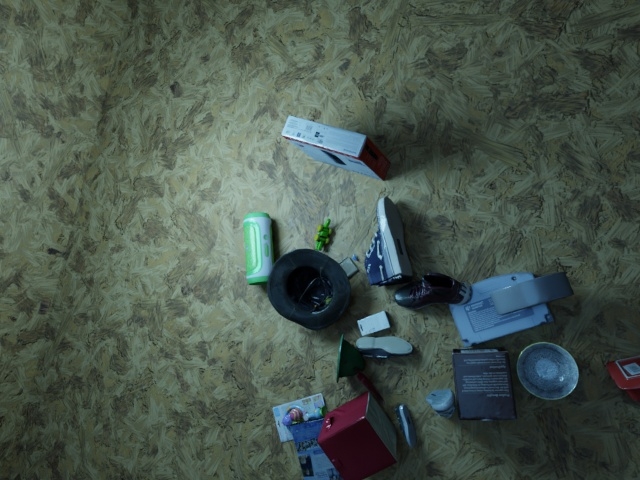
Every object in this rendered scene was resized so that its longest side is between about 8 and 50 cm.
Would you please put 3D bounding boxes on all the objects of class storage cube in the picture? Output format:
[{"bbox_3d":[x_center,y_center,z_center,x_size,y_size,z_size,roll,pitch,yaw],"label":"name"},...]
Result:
[{"bbox_3d":[0.132,0.671,1.518,0.193,0.184,0.215,-34,91,13],"label":"storage cube"}]

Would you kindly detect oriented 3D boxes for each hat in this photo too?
[{"bbox_3d":[-0.034,0.179,1.743,0.332,0.134,0.331,1,96,13],"label":"hat"},{"bbox_3d":[0.158,0.452,1.625,0.184,0.208,0.173,7,39,7],"label":"hat"}]

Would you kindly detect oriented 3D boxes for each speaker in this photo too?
[{"bbox_3d":[-0.260,0.036,1.878,0.131,0.131,0.296,-11,77,23],"label":"speaker"}]

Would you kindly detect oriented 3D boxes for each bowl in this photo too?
[{"bbox_3d":[0.707,0.404,1.385,0.170,0.080,0.170,-5,79,25],"label":"bowl"}]

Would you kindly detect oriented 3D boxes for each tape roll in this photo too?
[{"bbox_3d":[0.631,0.162,1.329,0.219,0.219,0.072,-21,74,21],"label":"tape roll"}]

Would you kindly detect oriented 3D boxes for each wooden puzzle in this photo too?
[{"bbox_3d":[0.104,0.111,1.757,0.116,0.014,0.078,-34,73,16],"label":"wooden puzzle"}]

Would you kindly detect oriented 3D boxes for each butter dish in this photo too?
[{"bbox_3d":[0.929,0.406,1.260,0.160,0.160,0.118,-20,97,21],"label":"butter dish"}]

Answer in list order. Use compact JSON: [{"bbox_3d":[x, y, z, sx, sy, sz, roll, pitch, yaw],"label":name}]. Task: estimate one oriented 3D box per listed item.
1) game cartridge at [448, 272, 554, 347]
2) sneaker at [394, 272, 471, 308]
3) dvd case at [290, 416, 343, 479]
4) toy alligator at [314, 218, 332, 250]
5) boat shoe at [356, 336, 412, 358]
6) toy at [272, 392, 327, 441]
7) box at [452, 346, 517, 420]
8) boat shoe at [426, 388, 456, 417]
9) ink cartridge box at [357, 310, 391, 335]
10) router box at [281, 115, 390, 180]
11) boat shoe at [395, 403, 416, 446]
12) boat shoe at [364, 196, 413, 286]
[{"bbox_3d":[0.592,0.223,1.487,0.294,0.060,0.195,-23,76,20],"label":"game cartridge"},{"bbox_3d":[0.354,0.159,1.521,0.282,0.162,0.106,-13,57,36],"label":"sneaker"},{"bbox_3d":[0.002,0.796,1.651,0.181,0.022,0.252,-17,83,14],"label":"dvd case"},{"bbox_3d":[0.000,0.000,1.806,0.051,0.056,0.189,18,90,68],"label":"toy alligator"},{"bbox_3d":[0.236,0.401,1.631,0.206,0.075,0.064,1,124,20],"label":"boat shoe"},{"bbox_3d":[-0.085,0.695,1.722,0.237,0.056,0.136,-24,71,20],"label":"toy"},{"bbox_3d":[0.513,0.449,1.409,0.169,0.167,0.203,-5,80,15],"label":"box"},{"bbox_3d":[0.407,0.532,1.436,0.083,0.226,0.075,-39,77,-4],"label":"boat shoe"},{"bbox_3d":[0.203,0.313,1.666,0.115,0.029,0.062,-24,72,21],"label":"ink cartridge box"},{"bbox_3d":[0.068,-0.348,1.691,0.336,0.301,0.082,22,91,27],"label":"router box"},{"bbox_3d":[0.299,0.651,1.558,0.040,0.049,0.142,-26,68,39],"label":"boat shoe"},{"bbox_3d":[0.226,0.013,1.659,0.158,0.127,0.340,-24,62,35],"label":"boat shoe"}]
